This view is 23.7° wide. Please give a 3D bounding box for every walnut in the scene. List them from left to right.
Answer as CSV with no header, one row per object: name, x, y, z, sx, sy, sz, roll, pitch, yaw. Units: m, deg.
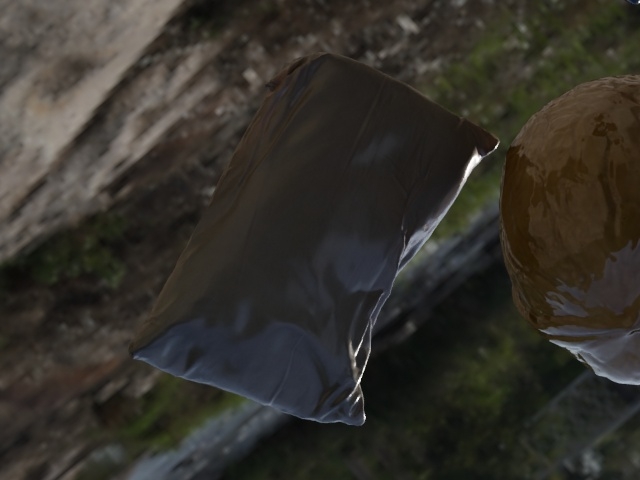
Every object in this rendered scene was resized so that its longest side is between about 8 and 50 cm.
walnut,0.210,-0.008,1.045,0.193,0.193,0.225,-49,-160,39

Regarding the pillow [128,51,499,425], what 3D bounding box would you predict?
pillow,0.000,0.000,1.068,0.270,0.173,0.067,-64,-169,-16

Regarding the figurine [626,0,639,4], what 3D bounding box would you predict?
figurine,0.152,-0.226,0.760,0.175,0.197,0.265,-29,-172,21
